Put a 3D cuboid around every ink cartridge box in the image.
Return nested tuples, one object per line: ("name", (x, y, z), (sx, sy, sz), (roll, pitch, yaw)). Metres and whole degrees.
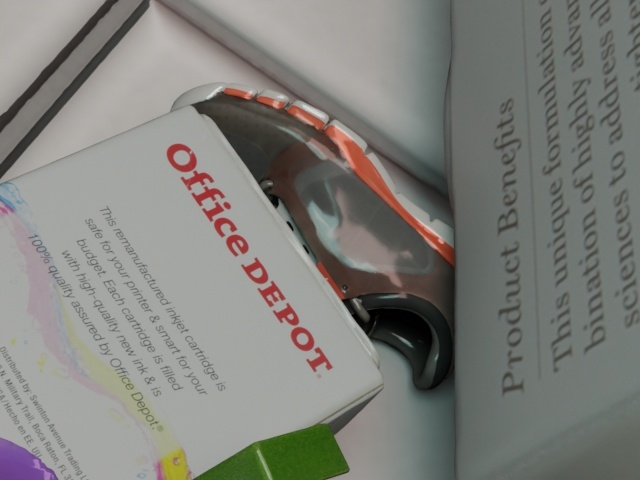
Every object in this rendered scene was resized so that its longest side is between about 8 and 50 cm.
("ink cartridge box", (-0.086, 0.048, 0.503), (0.175, 0.072, 0.127), (-27, 75, -33))

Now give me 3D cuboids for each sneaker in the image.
("sneaker", (0.000, 0.000, 0.578), (0.158, 0.061, 0.065), (35, 61, -1))

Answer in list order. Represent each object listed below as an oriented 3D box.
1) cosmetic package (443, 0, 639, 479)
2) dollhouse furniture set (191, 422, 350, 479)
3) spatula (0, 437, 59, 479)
("cosmetic package", (0.281, -0.082, 0.513), (0.327, 0.393, 0.329), (18, 56, -24))
("dollhouse furniture set", (0.002, 0.132, 0.410), (0.076, 0.058, 0.152), (-10, 68, -49))
("spatula", (-0.063, 0.194, 0.390), (0.084, 0.030, 0.297), (-24, 102, -37))
